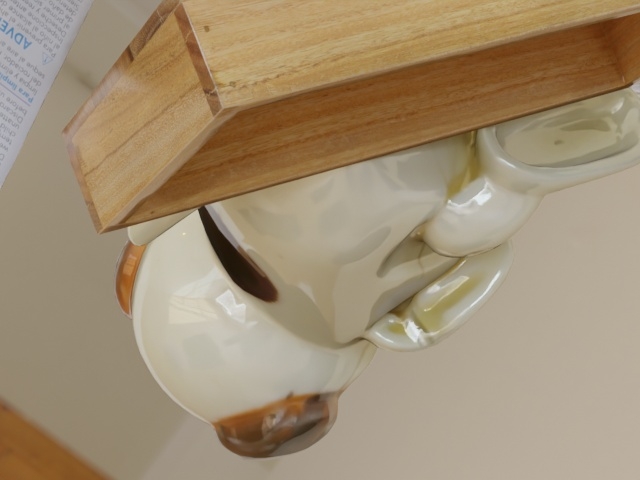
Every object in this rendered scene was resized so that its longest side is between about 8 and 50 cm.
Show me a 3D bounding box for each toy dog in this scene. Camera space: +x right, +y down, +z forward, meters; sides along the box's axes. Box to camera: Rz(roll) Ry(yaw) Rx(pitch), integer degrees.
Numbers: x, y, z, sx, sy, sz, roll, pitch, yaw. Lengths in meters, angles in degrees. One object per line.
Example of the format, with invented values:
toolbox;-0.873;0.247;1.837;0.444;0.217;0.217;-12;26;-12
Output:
toy dog;0.000;0.000;1.235;0.284;0.395;0.408;43;-42;9

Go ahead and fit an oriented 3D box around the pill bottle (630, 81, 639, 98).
pill bottle;0.322;-0.295;1.635;0.188;0.188;0.334;26;-41;42

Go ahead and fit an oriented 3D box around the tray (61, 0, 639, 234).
tray;0.072;-0.116;0.941;0.203;0.411;0.076;-35;-107;60

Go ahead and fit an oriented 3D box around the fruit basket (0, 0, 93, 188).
fruit basket;-0.238;-0.216;0.817;0.165;0.353;0.327;0;-32;49
